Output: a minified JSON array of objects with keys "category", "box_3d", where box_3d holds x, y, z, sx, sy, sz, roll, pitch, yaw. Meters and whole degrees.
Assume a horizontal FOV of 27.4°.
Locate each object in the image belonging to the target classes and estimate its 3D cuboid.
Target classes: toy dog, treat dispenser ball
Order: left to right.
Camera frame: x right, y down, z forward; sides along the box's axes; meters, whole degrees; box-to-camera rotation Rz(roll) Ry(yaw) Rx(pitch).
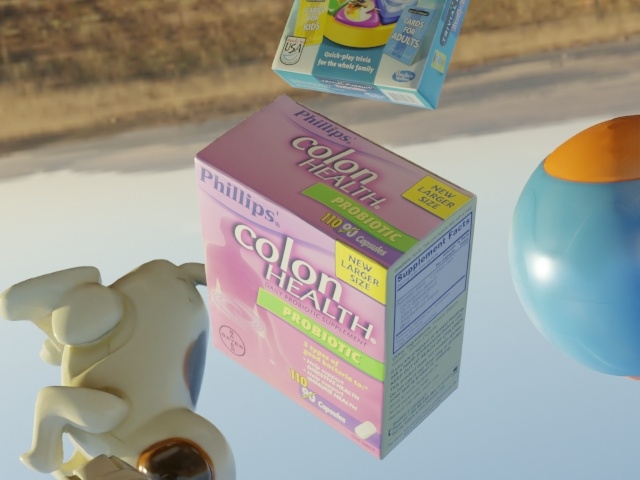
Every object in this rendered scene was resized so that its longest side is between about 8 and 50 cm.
[{"category":"toy dog","box_3d":[-0.262,0.258,2.001,0.395,0.408,0.284,-17,153,-9]},{"category":"treat dispenser ball","box_3d":[0.349,0.008,1.425,0.288,0.288,0.288,-8,-175,1]}]

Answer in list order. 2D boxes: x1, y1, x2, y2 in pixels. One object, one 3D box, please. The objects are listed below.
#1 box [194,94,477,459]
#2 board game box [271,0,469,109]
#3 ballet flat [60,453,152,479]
[{"category":"box","box_3d":[0.011,0.033,1.158,0.213,0.243,0.117,31,-129,29]},{"category":"board game box","box_3d":[0.098,-0.382,1.986,0.254,0.336,0.079,13,169,29]},{"category":"ballet flat","box_3d":[-0.250,0.356,1.546,0.164,0.182,0.483,-14,158,-21]}]
